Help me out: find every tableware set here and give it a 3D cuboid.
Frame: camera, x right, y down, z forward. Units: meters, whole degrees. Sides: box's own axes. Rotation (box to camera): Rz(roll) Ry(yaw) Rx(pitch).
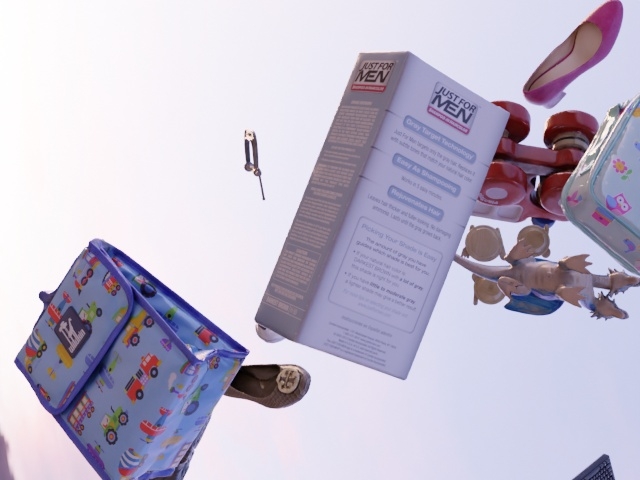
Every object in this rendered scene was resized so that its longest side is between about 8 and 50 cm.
[{"bbox_3d":[0.317,0.041,1.549,0.020,0.168,0.141,78,11,-77],"label":"tableware set"}]

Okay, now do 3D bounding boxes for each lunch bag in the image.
[{"bbox_3d":[0.522,-0.100,1.499,0.224,0.279,0.108,37,-26,-2],"label":"lunch bag"},{"bbox_3d":[-0.281,0.154,1.285,0.293,0.138,0.221,39,-76,23],"label":"lunch bag"}]

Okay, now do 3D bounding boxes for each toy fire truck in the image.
[{"bbox_3d":[0.378,-0.109,1.720,0.254,0.302,0.169,98,1,-63],"label":"toy fire truck"}]

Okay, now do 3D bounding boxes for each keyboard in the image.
[{"bbox_3d":[0.560,0.532,1.957,0.023,0.180,0.108,4,-68,51],"label":"keyboard"}]

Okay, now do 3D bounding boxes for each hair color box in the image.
[{"bbox_3d":[0.080,-0.032,1.197,0.113,0.185,0.375,19,-94,57],"label":"hair color box"}]

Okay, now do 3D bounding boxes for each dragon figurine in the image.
[{"bbox_3d":[0.301,0.057,1.306,0.144,0.289,0.085,48,50,-71],"label":"dragon figurine"}]

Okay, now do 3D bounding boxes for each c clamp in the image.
[{"bbox_3d":[-0.145,-0.168,1.977,0.161,0.022,0.137,-129,-147,-68],"label":"c clamp"}]

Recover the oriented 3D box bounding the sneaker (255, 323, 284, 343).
[{"bbox_3d":[-0.012,0.108,1.795,0.094,0.258,0.091,49,-14,14],"label":"sneaker"}]

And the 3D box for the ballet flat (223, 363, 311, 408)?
[{"bbox_3d":[-0.116,0.254,1.704,0.249,0.058,0.084,-3,-125,46],"label":"ballet flat"}]

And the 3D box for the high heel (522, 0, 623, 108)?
[{"bbox_3d":[0.469,-0.356,1.752,0.244,0.117,0.082,-50,-118,19],"label":"high heel"}]

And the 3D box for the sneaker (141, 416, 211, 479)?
[{"bbox_3d":[-0.246,0.293,1.438,0.286,0.130,0.109,-63,180,34],"label":"sneaker"}]
